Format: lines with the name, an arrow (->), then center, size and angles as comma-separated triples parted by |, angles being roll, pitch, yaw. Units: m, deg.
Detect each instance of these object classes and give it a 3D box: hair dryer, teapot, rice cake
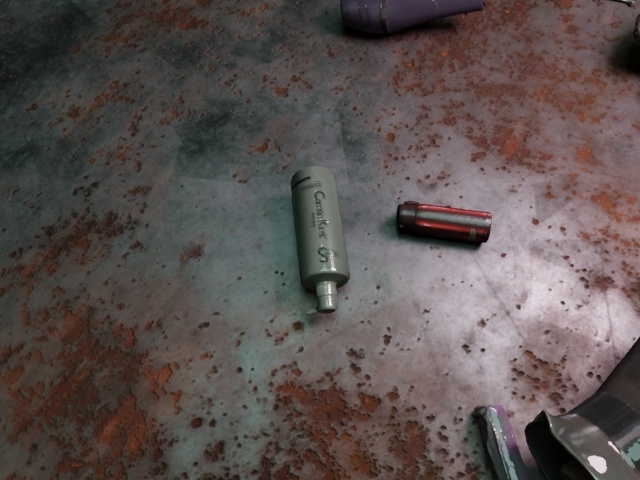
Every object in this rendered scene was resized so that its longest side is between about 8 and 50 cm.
hair dryer -> 0.206, -0.612, 1.310 | 0.301, 0.121, 0.361 | -2, 53, 11
teapot -> 0.488, 0.262, 0.775 | 0.344, 0.253, 0.300 | -30, 95, -7
rice cake -> 0.280, 0.361, 0.808 | 0.049, 0.055, 0.270 | -8, 59, -9

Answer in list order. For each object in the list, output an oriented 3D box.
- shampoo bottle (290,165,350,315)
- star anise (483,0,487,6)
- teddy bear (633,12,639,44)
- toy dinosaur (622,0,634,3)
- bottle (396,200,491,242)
shampoo bottle -> 0.000, 0.000, 0.993 | 0.085, 0.085, 0.262 | -6, 62, -2
star anise -> 0.336, -0.585, 1.330 | 0.141, 0.042, 0.141 | 0, 63, 1
teddy bear -> 0.762, -0.389, 1.153 | 0.267, 0.151, 0.236 | 37, 68, 18
toy dinosaur -> 0.643, -0.591, 1.333 | 0.180, 0.037, 0.058 | 46, 48, 15
bottle -> 0.217, -0.036, 1.023 | 0.164, 0.060, 0.060 | 8, 62, 5
